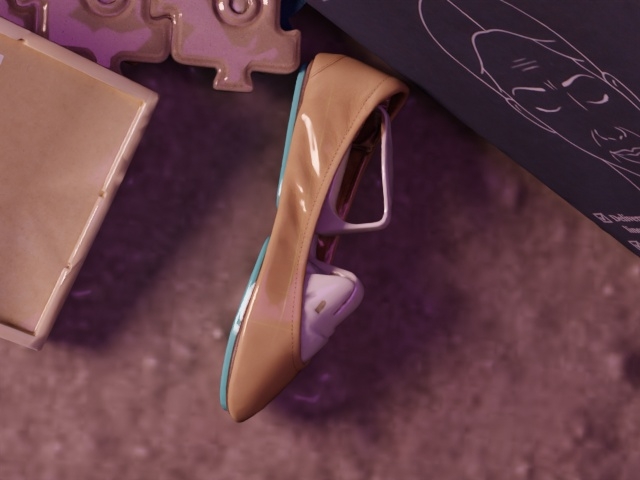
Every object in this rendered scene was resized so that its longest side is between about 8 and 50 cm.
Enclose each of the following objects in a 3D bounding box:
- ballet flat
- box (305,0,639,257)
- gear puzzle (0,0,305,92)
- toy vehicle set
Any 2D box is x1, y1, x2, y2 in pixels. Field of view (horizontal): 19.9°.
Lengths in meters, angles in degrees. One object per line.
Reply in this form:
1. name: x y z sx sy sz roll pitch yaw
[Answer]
1. ballet flat: 0.000 0.000 1.086 0.073 0.080 0.232 12 82 12
2. box: 0.216 -0.142 1.030 0.395 0.293 0.212 36 76 -19
3. gear puzzle: -0.173 -0.182 1.082 0.339 0.044 0.175 4 86 -12
4. toy vehicle set: -0.234 -0.060 0.989 0.267 0.035 0.166 25 93 -33
